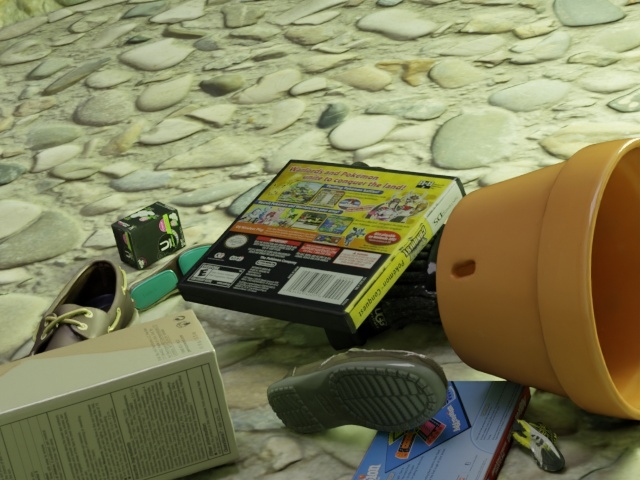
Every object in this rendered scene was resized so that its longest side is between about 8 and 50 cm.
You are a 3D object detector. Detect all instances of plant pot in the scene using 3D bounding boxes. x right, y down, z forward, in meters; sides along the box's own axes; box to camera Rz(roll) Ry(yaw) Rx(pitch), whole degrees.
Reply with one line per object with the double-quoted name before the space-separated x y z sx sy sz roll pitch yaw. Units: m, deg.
"plant pot" 0.257 0.039 1.871 0.204 0.290 0.291 0 27 35

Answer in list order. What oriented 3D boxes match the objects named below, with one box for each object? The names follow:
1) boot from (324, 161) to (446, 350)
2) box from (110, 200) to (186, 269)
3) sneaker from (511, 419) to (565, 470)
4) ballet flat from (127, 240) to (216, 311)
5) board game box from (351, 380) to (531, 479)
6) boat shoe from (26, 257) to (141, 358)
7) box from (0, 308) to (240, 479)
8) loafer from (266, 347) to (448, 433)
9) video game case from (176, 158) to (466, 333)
"boot" 0.143 0.001 2.183 0.260 0.131 0.348 -14 34 15
"box" -0.240 -0.007 2.485 0.083 0.062 0.052 -27 30 -29
"sneaker" 0.231 0.207 1.825 0.035 0.031 0.083 -5 29 -27
"ballet flat" -0.195 0.042 2.370 0.168 0.057 0.052 -24 17 -21
"board game box" 0.116 0.229 1.842 0.145 0.027 0.281 -1 27 22
"boat shoe" -0.299 0.120 2.173 0.117 0.096 0.324 -7 19 13
"box" -0.259 0.198 1.917 0.311 0.148 0.121 -15 24 -11
"loafer" 0.046 0.148 1.912 0.251 0.094 0.087 -8 30 46
"video game case" 0.000 0.000 2.123 0.275 0.035 0.248 8 46 41
